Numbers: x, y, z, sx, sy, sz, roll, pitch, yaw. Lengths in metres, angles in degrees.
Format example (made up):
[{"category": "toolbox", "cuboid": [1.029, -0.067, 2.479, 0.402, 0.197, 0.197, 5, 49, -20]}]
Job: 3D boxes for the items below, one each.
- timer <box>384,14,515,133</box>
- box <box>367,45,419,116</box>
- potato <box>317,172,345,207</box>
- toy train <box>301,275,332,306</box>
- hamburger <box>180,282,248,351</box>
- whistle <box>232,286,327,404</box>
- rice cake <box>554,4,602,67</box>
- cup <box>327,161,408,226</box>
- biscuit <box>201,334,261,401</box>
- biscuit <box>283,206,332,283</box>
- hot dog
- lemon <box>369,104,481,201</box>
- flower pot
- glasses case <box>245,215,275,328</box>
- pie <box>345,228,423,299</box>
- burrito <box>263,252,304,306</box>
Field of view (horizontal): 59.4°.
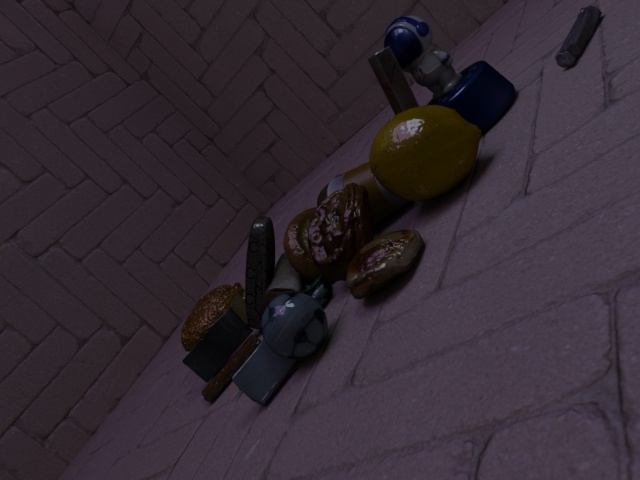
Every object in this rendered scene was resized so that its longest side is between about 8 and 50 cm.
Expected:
[{"category": "timer", "cuboid": [0.329, -0.470, 1.598, 0.270, 0.383, 0.270, -44, 11, 11]}, {"category": "box", "cuboid": [0.243, -0.359, 1.572, 0.051, 0.365, 0.204, -27, 14, 7]}, {"category": "potato", "cuboid": [0.071, -0.136, 1.942, 0.251, 0.159, 0.174, -79, 10, -55]}, {"category": "toy train", "cuboid": [-0.047, 0.172, 1.508, 0.178, 0.071, 0.104, -42, 4, 13]}, {"category": "hamburger", "cuboid": [-0.376, 0.286, 1.999, 0.276, 0.179, 0.294, -38, 13, 29]}, {"category": "whistle", "cuboid": [-0.080, 0.218, 1.255, 0.290, 0.163, 0.163, -51, 12, -20]}, {"category": "rice cake", "cuboid": [0.663, -0.529, 1.445, 0.270, 0.055, 0.049, -55, 10, -30]}, {"category": "cup", "cuboid": [0.170, -0.144, 1.635, 0.226, 0.186, 0.241, -29, -11, 40]}, {"category": "biscuit", "cuboid": [-0.263, 0.378, 1.664, 0.231, 0.025, 0.131, -49, 9, -13]}, {"category": "biscuit", "cuboid": [0.000, -0.001, 1.653, 0.091, 0.213, 0.274, 110, -176, -50]}, {"category": "hot dog", "cuboid": [0.060, -0.035, 1.452, 0.196, 0.122, 0.272, -32, 48, 40]}, {"category": "lemon", "cuboid": [0.248, -0.212, 1.380, 0.263, 0.236, 0.236, -50, 5, 45]}, {"category": "flower pot", "cuboid": [-0.320, 0.329, 1.775, 0.229, 0.108, 0.103, -48, 0, 7]}, {"category": "glasses case", "cuboid": [-0.188, 0.101, 1.756, 0.137, 0.085, 0.355, -60, -27, -79]}, {"category": "pie", "cuboid": [0.136, 0.046, 1.248, 0.179, 0.084, 0.205, -34, 13, 45]}, {"category": "burrito", "cuboid": [-0.099, 0.128, 1.710, 0.299, 0.105, 0.143, -77, 4, -70]}]
